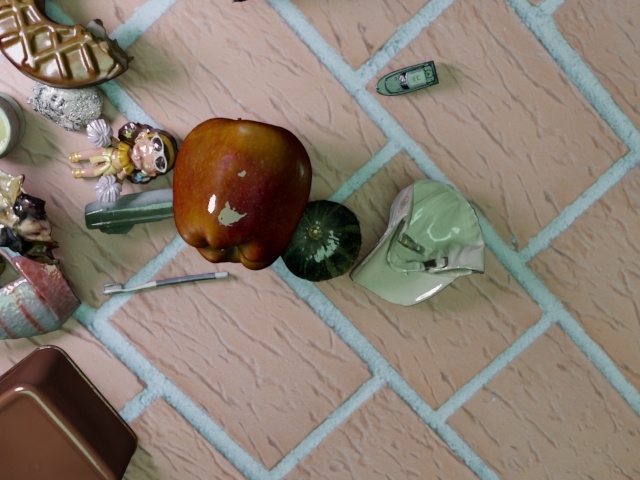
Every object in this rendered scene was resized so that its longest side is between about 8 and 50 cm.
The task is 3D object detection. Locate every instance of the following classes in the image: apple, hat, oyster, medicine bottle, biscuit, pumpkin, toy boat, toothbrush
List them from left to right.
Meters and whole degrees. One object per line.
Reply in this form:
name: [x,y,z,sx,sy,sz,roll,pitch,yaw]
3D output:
medicine bottle: [-0.699,-0.238,1.707,0.147,0.143,0.147,-2,105,-7]
oyster: [-0.684,-0.069,1.678,0.361,0.096,0.221,25,129,19]
toy boat: [-0.678,0.150,1.781,0.282,0.096,0.206,-28,126,-15]
biscuit: [-0.546,-0.480,1.664,0.268,0.115,0.366,-14,88,-4]
toy boat: [-0.385,-0.063,1.807,0.261,0.078,0.085,-9,126,-3]
toothbrush: [-0.350,0.094,1.865,0.288,0.024,0.026,-8,87,-3]
apple: [-0.160,-0.106,1.699,0.288,0.288,0.316,12,71,-8]
pumpkin: [-0.001,0.000,1.817,0.190,0.146,0.190,-2,85,20]
toy boat: [0.188,-0.354,1.816,0.141,0.060,0.055,-16,103,1]
hat: [0.204,0.011,1.859,0.258,0.168,0.301,35,120,-28]

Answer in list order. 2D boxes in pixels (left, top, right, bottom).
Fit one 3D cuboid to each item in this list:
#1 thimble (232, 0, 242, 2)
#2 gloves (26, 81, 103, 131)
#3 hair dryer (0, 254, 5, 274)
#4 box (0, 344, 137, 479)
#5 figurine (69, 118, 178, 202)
thimble: [-0.153,-0.610,1.656,0.150,0.237,0.237,-25,102,-4]
gloves: [-0.542,-0.294,1.748,0.153,0.070,0.114,23,98,-9]
hair dryer: [-0.830,0.017,1.779,0.279,0.090,0.135,41,95,-5]
box: [-0.599,0.444,1.802,0.239,0.229,0.339,-36,101,3]
figurine: [-0.424,-0.177,1.760,0.240,0.116,0.174,-9,99,2]
